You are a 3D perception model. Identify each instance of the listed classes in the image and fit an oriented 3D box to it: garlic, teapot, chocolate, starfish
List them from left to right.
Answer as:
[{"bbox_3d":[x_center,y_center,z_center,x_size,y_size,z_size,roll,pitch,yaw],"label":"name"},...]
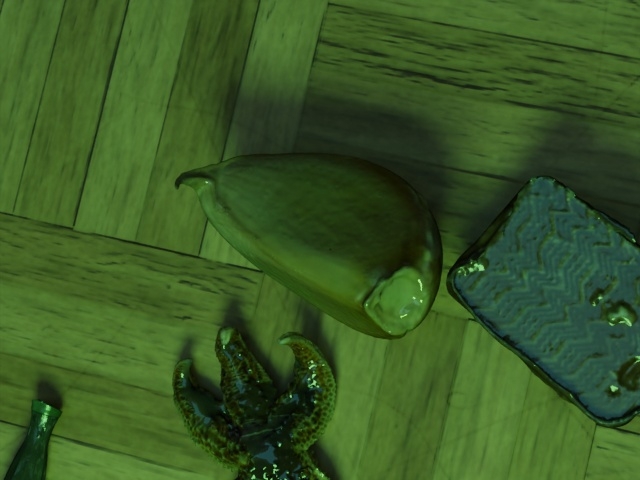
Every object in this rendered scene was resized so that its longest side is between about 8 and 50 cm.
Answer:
[{"bbox_3d":[-0.276,0.208,1.400,0.043,0.043,0.110,15,84,14],"label":"teapot"},{"bbox_3d":[-0.055,0.199,1.342,0.216,0.071,0.238,-45,66,10],"label":"starfish"},{"bbox_3d":[0.002,-0.004,1.300,0.245,0.164,0.145,27,107,20],"label":"garlic"},{"bbox_3d":[0.229,0.055,1.276,0.214,0.093,0.148,42,95,14],"label":"chocolate"}]
